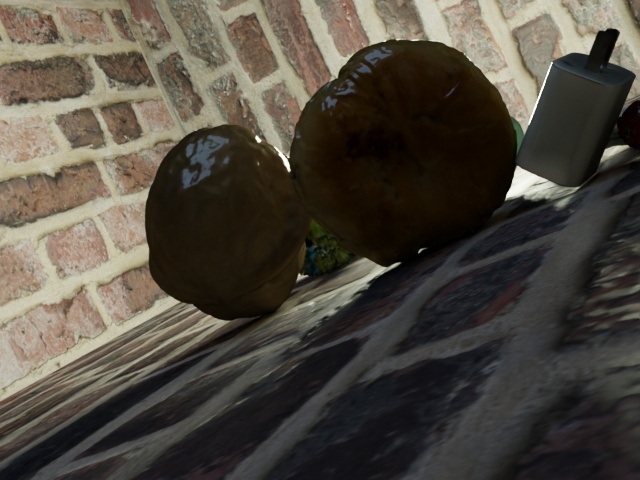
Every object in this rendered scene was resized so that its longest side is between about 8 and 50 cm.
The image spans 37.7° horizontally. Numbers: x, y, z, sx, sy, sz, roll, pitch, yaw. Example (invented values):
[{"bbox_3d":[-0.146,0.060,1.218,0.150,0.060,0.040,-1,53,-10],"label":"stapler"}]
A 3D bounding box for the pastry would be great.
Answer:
[{"bbox_3d":[0.145,-0.157,1.666,0.410,0.409,0.245,-25,13,-4],"label":"pastry"}]

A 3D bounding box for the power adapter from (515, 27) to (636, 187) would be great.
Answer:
[{"bbox_3d":[0.446,-0.236,1.598,0.187,0.124,0.255,-30,-38,-57],"label":"power adapter"}]

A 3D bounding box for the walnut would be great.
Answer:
[{"bbox_3d":[-0.178,-0.036,1.825,0.381,0.381,0.381,-25,3,1],"label":"walnut"}]

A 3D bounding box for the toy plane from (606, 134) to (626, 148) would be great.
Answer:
[{"bbox_3d":[0.554,-0.208,1.854,0.267,0.088,0.212,-24,-10,-8],"label":"toy plane"}]

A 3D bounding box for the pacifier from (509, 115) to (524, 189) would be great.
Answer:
[{"bbox_3d":[0.254,-0.177,1.949,0.343,0.269,0.288,-24,-40,-24],"label":"pacifier"}]

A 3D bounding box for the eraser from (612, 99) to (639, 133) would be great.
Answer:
[{"bbox_3d":[0.625,-0.241,1.747,0.243,0.059,0.204,-23,-3,-19],"label":"eraser"}]

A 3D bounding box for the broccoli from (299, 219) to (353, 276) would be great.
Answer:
[{"bbox_3d":[0.000,0.000,2.085,0.167,0.160,0.154,-5,44,47],"label":"broccoli"}]

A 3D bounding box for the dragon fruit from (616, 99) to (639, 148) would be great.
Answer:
[{"bbox_3d":[0.585,-0.205,1.635,0.094,0.094,0.190,-22,-8,42],"label":"dragon fruit"}]
